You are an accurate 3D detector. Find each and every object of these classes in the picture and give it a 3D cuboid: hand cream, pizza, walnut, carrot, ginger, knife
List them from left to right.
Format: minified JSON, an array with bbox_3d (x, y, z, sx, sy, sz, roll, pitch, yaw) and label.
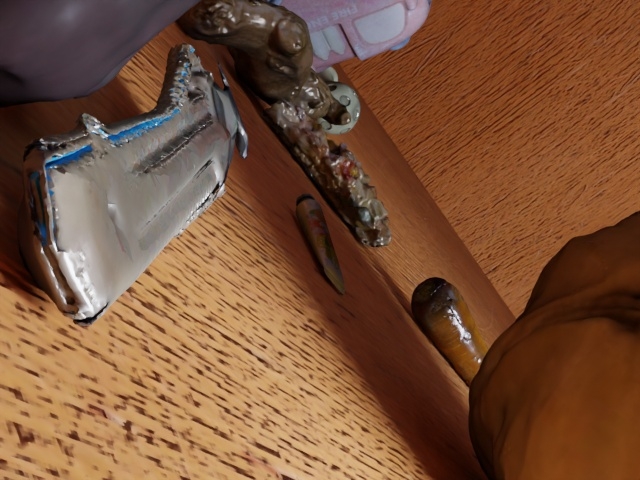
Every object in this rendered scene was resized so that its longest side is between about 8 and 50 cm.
[{"bbox_3d":[-0.083,-0.038,0.543,0.365,0.043,0.089,-75,144,-76],"label":"knife"},{"bbox_3d":[-0.051,-0.193,1.194,0.122,0.084,0.290,39,2,24],"label":"ginger"},{"bbox_3d":[0.000,0.000,0.940,0.035,0.022,0.102,53,11,-43],"label":"hand cream"},{"bbox_3d":[0.008,-0.087,1.239,0.195,0.052,0.185,46,8,-38],"label":"pizza"},{"bbox_3d":[0.149,0.110,1.228,0.161,0.055,0.055,58,6,-23],"label":"carrot"},{"bbox_3d":[0.293,0.154,0.859,0.383,0.383,0.383,52,8,-11],"label":"walnut"}]

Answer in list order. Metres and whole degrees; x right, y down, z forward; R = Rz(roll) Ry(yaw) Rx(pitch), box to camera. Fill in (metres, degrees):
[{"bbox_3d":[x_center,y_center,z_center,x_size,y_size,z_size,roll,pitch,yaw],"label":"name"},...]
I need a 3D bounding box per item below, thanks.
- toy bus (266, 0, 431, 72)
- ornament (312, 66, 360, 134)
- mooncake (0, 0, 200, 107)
[{"bbox_3d":[0.006,-0.305,1.338,0.197,0.294,0.232,-97,164,-46],"label":"toy bus"},{"bbox_3d":[0.010,-0.199,1.641,0.075,0.081,0.156,12,24,-23],"label":"ornament"},{"bbox_3d":[-0.149,-0.182,0.441,0.283,0.141,0.283,54,-1,2],"label":"mooncake"}]
